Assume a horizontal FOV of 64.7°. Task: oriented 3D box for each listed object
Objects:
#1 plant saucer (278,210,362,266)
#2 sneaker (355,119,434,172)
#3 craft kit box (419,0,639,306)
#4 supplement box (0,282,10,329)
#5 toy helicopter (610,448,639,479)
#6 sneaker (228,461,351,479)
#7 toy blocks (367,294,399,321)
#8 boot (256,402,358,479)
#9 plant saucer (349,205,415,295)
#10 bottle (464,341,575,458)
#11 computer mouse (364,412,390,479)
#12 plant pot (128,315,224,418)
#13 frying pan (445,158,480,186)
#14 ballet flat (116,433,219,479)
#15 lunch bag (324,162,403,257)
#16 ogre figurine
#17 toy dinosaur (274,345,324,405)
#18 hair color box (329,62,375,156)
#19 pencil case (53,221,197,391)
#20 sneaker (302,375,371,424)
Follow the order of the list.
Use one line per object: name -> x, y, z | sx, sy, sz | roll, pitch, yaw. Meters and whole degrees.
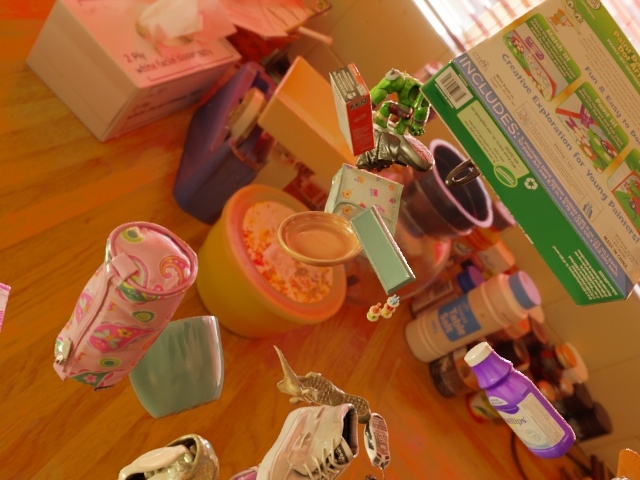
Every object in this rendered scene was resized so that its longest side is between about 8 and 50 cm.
plant saucer -> 0.000, 0.000, 1.178 | 0.199, 0.037, 0.200 | 5, 36, -3
sneaker -> 0.164, -0.192, 1.169 | 0.087, 0.130, 0.227 | 9, 29, -43
craft kit box -> 0.253, -0.109, 0.491 | 0.246, 0.061, 0.250 | -37, 92, -27
supplement box -> -0.900, 0.210, 1.292 | 0.114, 0.111, 0.220 | 65, 21, -63
toy helicopter -> 0.524, 0.545, 0.983 | 0.235, 0.355, 0.140 | -30, 50, -18
sneaker -> -0.065, 0.426, 0.921 | 0.161, 0.282, 0.102 | 23, 27, -55
toy blocks -> 0.280, 0.293, 2.226 | 0.123, 0.148, 0.054 | -9, 55, -21
boot -> -0.010, 0.346, 0.795 | 0.095, 0.123, 0.258 | 65, 20, -16
plant saucer -> 0.124, 0.016, 1.053 | 0.018, 0.067, 0.192 | 33, 28, -60
bottle -> 0.451, 0.365, 1.169 | 0.092, 0.118, 0.283 | -37, 84, -23
computer mouse -> 0.138, 0.523, 1.237 | 0.106, 0.042, 0.193 | 32, 39, -33
plant pot -> -0.417, 0.382, 1.487 | 0.293, 0.293, 0.235 | 1, 66, -51
frying pan -> 0.339, -0.145, 0.764 | 0.197, 0.053, 0.326 | 32, 69, 9
ballet flat -> -0.327, 0.428, 0.811 | 0.348, 0.123, 0.123 | -24, 79, -32
lunch bag -> 0.125, -0.080, 1.598 | 0.223, 0.160, 0.262 | 20, 64, -11
ogre figurine -> 0.172, -0.288, 1.063 | 0.197, 0.118, 0.097 | 20, 32, -22
toy dinosaur -> -0.047, 0.295, 1.030 | 0.053, 0.092, 0.183 | -72, 157, -49
hair color box -> 0.054, -0.208, 0.823 | 0.141, 0.043, 0.072 | 69, -1, -65
pencil case -> -0.277, 0.100, 0.698 | 0.124, 0.284, 0.124 | 26, 39, -23
sneaker -> 0.041, 0.404, 1.257 | 0.064, 0.192, 0.086 | -56, 145, -29
